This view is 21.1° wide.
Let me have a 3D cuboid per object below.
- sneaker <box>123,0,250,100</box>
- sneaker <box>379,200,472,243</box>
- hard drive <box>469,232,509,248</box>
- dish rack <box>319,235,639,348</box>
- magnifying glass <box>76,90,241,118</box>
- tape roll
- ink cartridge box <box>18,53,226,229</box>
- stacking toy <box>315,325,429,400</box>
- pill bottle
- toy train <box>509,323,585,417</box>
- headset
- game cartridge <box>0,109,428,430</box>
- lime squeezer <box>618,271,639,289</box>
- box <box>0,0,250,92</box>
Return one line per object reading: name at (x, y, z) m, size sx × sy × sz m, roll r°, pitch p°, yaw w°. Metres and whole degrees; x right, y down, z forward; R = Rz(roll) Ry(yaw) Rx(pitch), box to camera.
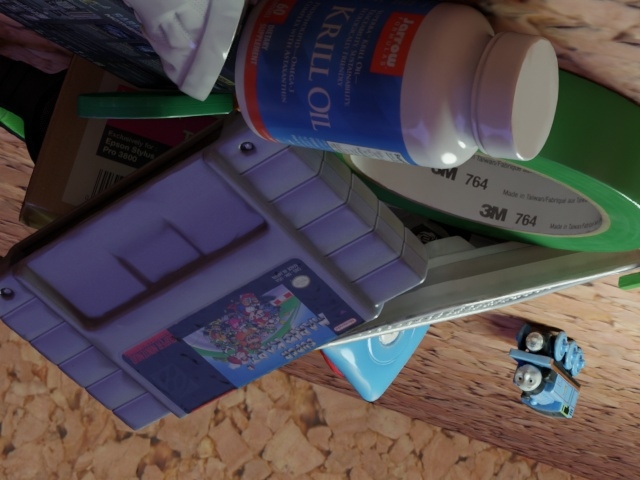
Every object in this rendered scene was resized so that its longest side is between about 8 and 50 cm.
sneaker at (-0.127, -0.204, 1.223) m, size 0.169 × 0.108 × 0.292 m, roll 19°, pitch 159°, yaw -2°
sneaker at (0.096, -0.010, 1.862) m, size 0.132 × 0.086 × 0.228 m, roll 14°, pitch 168°, yaw 3°
hard drive at (0.177, 0.002, 1.948) m, size 0.094 × 0.022 × 0.135 m, roll 18°, pitch 169°, yaw -7°
dish rack at (0.151, 0.040, 1.759) m, size 0.286 × 0.072 × 0.333 m, roll -12°, pitch 174°, yaw -26°
magnifying glass at (-0.105, -0.122, 1.534) m, size 0.231 × 0.026 × 0.092 m, roll -5°, pitch -171°, yaw -26°
tape roll at (0.143, -0.078, 1.482) m, size 0.321 × 0.077 × 0.321 m, roll 17°, pitch 169°, yaw 3°
ink cartridge box at (-0.140, -0.075, 1.599) m, size 0.235 × 0.193 × 0.088 m, roll 18°, pitch 165°, yaw -9°
stacking toy at (-0.012, 0.075, 2.312) m, size 0.302 × 0.165 × 0.175 m, roll 21°, pitch 159°, yaw 41°
pill bottle at (0.058, -0.120, 1.279) m, size 0.222 × 0.124 × 0.124 m, roll 10°, pitch 167°, yaw 27°
toy train at (0.318, 0.185, 2.414) m, size 0.080 × 0.105 × 0.184 m, roll 11°, pitch 168°, yaw 25°
headset at (-0.192, -0.107, 1.786) m, size 0.394 × 0.185 × 0.243 m, roll 28°, pitch 171°, yaw 27°
game cartridge at (-0.107, 0.033, 1.519) m, size 0.355 × 0.068 × 0.230 m, roll -29°, pitch 117°, yaw 29°
lime squeezer at (0.425, 0.021, 1.586) m, size 0.310 × 0.058 × 0.110 m, roll 0°, pitch 178°, yaw 18°
box at (-0.168, -0.192, 1.418) m, size 0.183 × 0.059 × 0.233 m, roll 9°, pitch 167°, yaw 47°
